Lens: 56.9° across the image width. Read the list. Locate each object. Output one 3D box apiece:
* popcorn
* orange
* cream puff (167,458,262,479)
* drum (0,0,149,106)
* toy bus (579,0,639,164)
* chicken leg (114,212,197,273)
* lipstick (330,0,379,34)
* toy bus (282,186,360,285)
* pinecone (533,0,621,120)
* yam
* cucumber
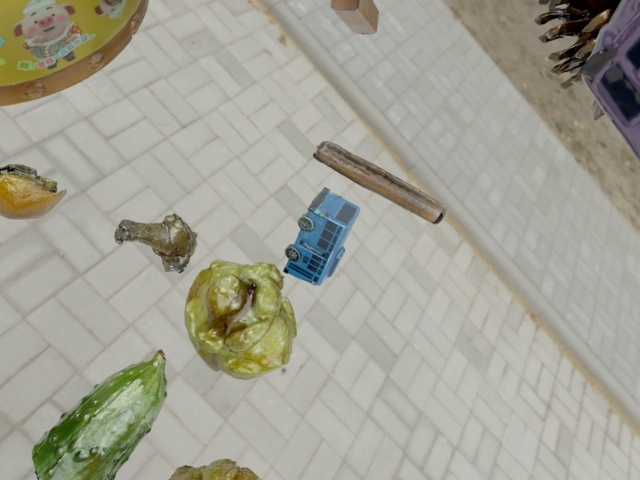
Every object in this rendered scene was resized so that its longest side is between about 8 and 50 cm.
[{"bbox_3d":[-0.163,0.163,1.227,0.276,0.276,0.225,43,68,-13],"label":"popcorn"},{"bbox_3d":[-0.630,-0.097,1.240,0.170,0.160,0.112,18,74,-15],"label":"orange"},{"bbox_3d":[-0.203,0.518,1.107,0.244,0.196,0.243,-1,98,-7],"label":"cream puff"},{"bbox_3d":[-0.437,-0.394,0.748,0.432,0.214,0.430,2,64,-5],"label":"drum"},{"bbox_3d":[0.360,-0.028,0.322,0.210,0.249,0.439,-22,73,-15],"label":"toy bus"},{"bbox_3d":[-0.358,-0.007,1.334,0.196,0.081,0.125,40,74,-45],"label":"chicken leg"},{"bbox_3d":[0.056,-0.357,0.913,0.145,0.045,0.045,-20,119,-73],"label":"lipstick"},{"bbox_3d":[0.000,0.000,1.168,0.106,0.184,0.090,28,41,4],"label":"toy bus"},{"bbox_3d":[0.418,-0.307,0.798,0.264,0.264,0.264,21,54,-31],"label":"pinecone"},{"bbox_3d":[0.105,-0.100,1.022,0.264,0.046,0.046,27,50,-18],"label":"yam"},{"bbox_3d":[-0.318,0.270,0.910,0.134,0.134,0.244,40,87,-15],"label":"cucumber"}]
